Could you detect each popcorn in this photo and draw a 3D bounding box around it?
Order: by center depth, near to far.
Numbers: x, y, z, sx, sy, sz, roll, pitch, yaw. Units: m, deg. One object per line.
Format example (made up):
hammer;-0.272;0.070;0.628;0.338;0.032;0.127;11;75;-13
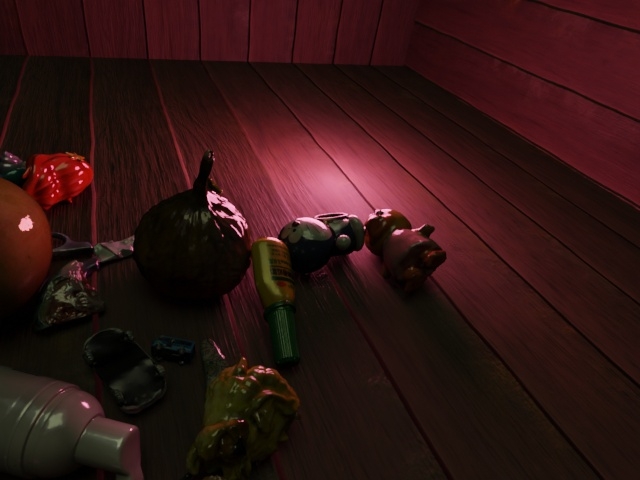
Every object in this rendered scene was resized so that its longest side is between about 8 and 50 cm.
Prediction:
popcorn;-0.130;0.313;0.716;0.173;0.168;0.195;-14;33;26

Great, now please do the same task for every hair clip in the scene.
hair clip;-0.203;0.276;0.837;0.066;0.036;0.229;-3;39;-27

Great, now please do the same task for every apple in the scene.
apple;-0.708;0.008;0.849;0.319;0.319;0.277;10;28;0

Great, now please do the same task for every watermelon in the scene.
watermelon;-0.539;0.117;0.924;0.139;0.071;0.187;18;49;-15

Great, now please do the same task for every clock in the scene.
clock;0.000;0.000;1.148;0.243;0.147;0.199;-17;21;-34

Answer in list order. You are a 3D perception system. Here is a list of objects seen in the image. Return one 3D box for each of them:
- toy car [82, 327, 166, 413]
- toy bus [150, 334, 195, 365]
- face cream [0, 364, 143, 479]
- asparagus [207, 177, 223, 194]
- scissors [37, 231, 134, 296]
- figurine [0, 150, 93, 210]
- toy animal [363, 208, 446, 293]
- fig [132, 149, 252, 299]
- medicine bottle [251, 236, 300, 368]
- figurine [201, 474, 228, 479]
toy car;-0.381;0.246;0.819;0.205;0.056;0.095;31;42;31
toy bus;-0.304;0.225;0.876;0.083;0.038;0.046;11;33;-1
face cream;-0.447;0.293;0.672;0.369;0.145;0.145;13;37;2
asparagus;-0.351;-0.178;1.402;0.025;0.021;0.108;-13;42;-33
scissors;-0.527;0.027;1.090;0.383;0.029;0.256;-16;48;-32
figurine;-0.801;-0.173;1.187;0.257;0.181;0.208;2;-2;-13
toy animal;0.219;0.008;1.186;0.281;0.195;0.169;47;10;33
fig;-0.278;-0.052;0.986;0.286;0.369;0.286;15;31;-9
medicine bottle;-0.097;0.134;0.962;0.111;0.076;0.309;19;47;-41
figurine;-0.173;0.442;0.547;0.131;0.156;0.246;20;51;17
